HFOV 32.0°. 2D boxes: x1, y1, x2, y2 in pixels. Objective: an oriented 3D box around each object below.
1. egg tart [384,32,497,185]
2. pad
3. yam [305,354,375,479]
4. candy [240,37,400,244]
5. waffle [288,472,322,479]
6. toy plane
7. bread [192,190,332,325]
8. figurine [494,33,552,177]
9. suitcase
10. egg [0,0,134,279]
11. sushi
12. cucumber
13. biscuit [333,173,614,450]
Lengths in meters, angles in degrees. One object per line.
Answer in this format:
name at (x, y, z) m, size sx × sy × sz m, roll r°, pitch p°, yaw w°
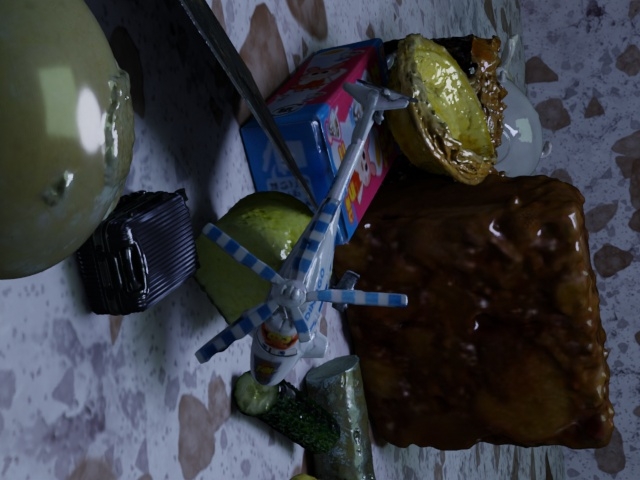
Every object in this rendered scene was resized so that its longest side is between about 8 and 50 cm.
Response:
egg tart at (0.141, -0.157, 1.395) m, size 0.212 × 0.090 × 0.212 m, roll 44°, pitch 32°, yaw -36°
pad at (-0.097, -0.192, 1.025) m, size 0.247 × 0.007 × 0.367 m, roll 64°, pitch 4°, yaw 37°
yam at (0.024, 0.232, 1.338) m, size 0.078 × 0.078 × 0.179 m, roll -19°, pitch 104°, yaw -70°
candy at (0.012, -0.124, 1.350) m, size 0.306 × 0.100 × 0.157 m, roll -57°, pitch 137°, yaw -58°
waffle at (0.037, 0.393, 1.207) m, size 0.307 × 0.060 × 0.312 m, roll 151°, pitch -84°, yaw -88°
toy plane at (-0.010, -0.005, 1.002) m, size 0.107 × 0.182 × 0.273 m, roll 82°, pitch 11°, yaw -76°
bread at (-0.055, 0.019, 1.090) m, size 0.129 × 0.111 × 0.114 m, roll 49°, pitch 33°, yaw 3°
figurine at (0.321, -0.262, 2.077) m, size 0.394 × 0.226 × 0.274 m, roll -72°, pitch 179°, yaw -66°
suitcase at (-0.151, 0.008, 0.930) m, size 0.126 × 0.059 × 0.086 m, roll -42°, pitch 124°, yaw -63°
egg at (-0.193, -0.075, 0.675) m, size 0.164 × 0.164 × 0.201 m, roll -40°, pitch 131°, yaw -66°
sushi at (0.173, -0.139, 1.647) m, size 0.234 × 0.207 × 0.348 m, roll 9°, pitch 79°, yaw -77°
cucumber at (-0.037, 0.185, 1.213) m, size 0.187 × 0.058 × 0.058 m, roll 47°, pitch 42°, yaw -57°
biscuit at (0.207, 0.096, 1.497) m, size 0.166 × 0.343 × 0.395 m, roll -70°, pitch 152°, yaw -54°
